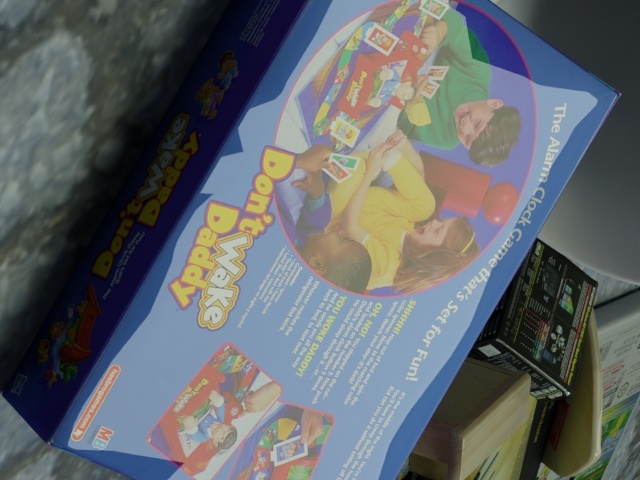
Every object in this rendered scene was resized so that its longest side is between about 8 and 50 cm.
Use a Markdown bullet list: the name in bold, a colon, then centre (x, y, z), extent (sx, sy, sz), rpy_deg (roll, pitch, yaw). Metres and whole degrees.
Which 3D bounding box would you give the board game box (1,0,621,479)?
- **board game box**: centre (0.000, 0.000, 1.124), extent (0.233, 0.078, 0.347), rpy_deg (30, 90, -35)

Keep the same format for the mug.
- **mug**: centre (0.267, -0.152, 1.409), extent (0.328, 0.276, 0.374), rpy_deg (-50, -175, -35)

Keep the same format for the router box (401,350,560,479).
- **router box**: centre (0.112, 0.226, 1.702), extent (0.243, 0.081, 0.308), rpy_deg (-35, 146, -42)

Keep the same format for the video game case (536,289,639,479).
- **video game case**: centre (0.271, 0.200, 2.026), extent (0.329, 0.036, 0.300), rpy_deg (-15, 131, -57)

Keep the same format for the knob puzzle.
- **knob puzzle**: centre (0.237, 0.134, 1.738), extent (0.030, 0.213, 0.213), rpy_deg (1, 128, -12)

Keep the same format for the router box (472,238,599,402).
- **router box**: centre (0.185, 0.064, 1.610), extent (0.092, 0.038, 0.122), rpy_deg (37, 54, -24)

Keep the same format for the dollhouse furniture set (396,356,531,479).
- **dollhouse furniture set**: centre (0.054, 0.203, 1.411), extent (0.212, 0.161, 0.242), rpy_deg (-34, 133, -50)
